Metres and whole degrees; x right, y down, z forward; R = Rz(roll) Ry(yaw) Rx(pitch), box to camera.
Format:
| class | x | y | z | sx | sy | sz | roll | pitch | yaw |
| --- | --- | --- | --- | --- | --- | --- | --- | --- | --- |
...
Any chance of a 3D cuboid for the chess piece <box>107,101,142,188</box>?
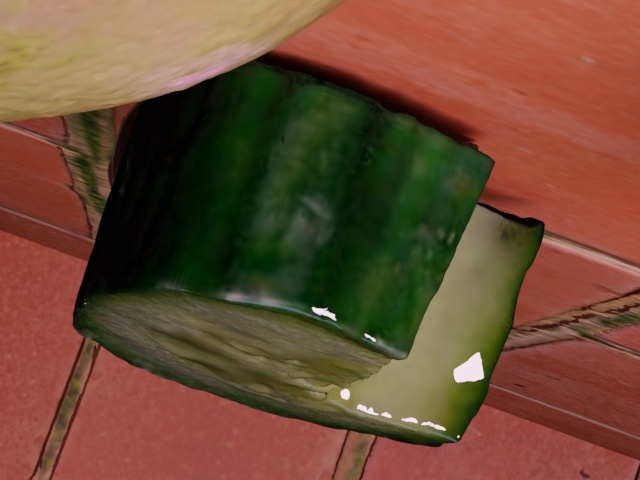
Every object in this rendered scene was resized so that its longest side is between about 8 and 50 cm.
| class | x | y | z | sx | sy | sz | roll | pitch | yaw |
| --- | --- | --- | --- | --- | --- | --- | --- | --- | --- |
| chess piece | -0.028 | -0.024 | 0.961 | 0.149 | 0.059 | 0.059 | 18 | 175 | -31 |

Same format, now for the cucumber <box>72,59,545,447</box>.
| class | x | y | z | sx | sy | sz | roll | pitch | yaw |
| --- | --- | --- | --- | --- | --- | --- | --- | --- | --- |
| cucumber | -0.010 | -0.003 | 0.809 | 0.191 | 0.130 | 0.191 | 15 | 167 | 3 |

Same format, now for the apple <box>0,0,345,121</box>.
| class | x | y | z | sx | sy | sz | roll | pitch | yaw |
| --- | --- | --- | --- | --- | --- | --- | --- | --- | --- |
| apple | -0.074 | -0.085 | 0.330 | 0.193 | 0.120 | 0.265 | 7 | 169 | 37 |
